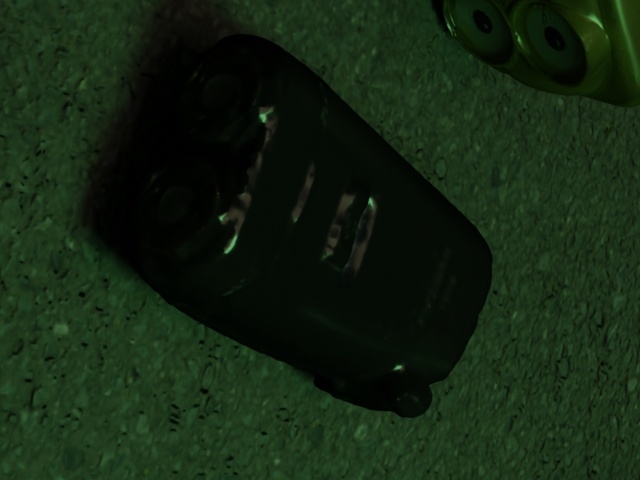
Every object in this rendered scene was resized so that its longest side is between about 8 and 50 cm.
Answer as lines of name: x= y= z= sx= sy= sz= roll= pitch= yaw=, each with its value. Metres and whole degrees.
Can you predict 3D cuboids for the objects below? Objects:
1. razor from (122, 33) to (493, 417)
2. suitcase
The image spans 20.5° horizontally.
razor: x=-0.002 y=0.000 z=1.253 sx=0.327 sy=0.107 sz=0.189 roll=36 pitch=71 yaw=-49
suitcase: x=0.184 y=-0.218 z=1.351 sx=0.143 sy=0.194 sz=0.235 roll=-40 pitch=128 yaw=-26
